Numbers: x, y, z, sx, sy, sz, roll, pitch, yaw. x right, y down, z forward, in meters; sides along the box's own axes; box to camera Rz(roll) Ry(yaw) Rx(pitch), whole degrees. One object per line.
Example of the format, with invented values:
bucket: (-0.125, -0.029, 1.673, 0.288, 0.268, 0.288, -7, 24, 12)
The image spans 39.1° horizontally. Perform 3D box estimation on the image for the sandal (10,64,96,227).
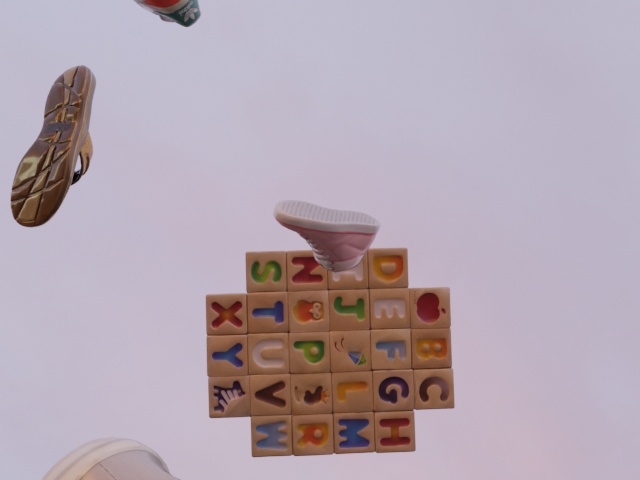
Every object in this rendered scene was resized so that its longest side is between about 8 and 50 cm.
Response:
sandal: (-0.264, -0.095, 0.935, 0.072, 0.180, 0.049, 3, -20, 31)

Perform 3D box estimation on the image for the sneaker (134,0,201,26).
sneaker: (-0.137, -0.205, 0.703, 0.057, 0.161, 0.075, -39, -55, -6)

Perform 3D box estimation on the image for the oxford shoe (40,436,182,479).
oxford shoe: (-0.107, 0.345, 0.677, 0.130, 0.169, 0.449, 17, -52, 33)

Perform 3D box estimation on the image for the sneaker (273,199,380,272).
sneaker: (0.000, 0.000, 0.972, 0.134, 0.051, 0.070, 8, -64, -38)

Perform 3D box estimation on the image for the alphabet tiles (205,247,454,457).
alphabet tiles: (0.014, 0.154, 1.252, 0.343, 0.285, 0.011, -1, -3, -4)
